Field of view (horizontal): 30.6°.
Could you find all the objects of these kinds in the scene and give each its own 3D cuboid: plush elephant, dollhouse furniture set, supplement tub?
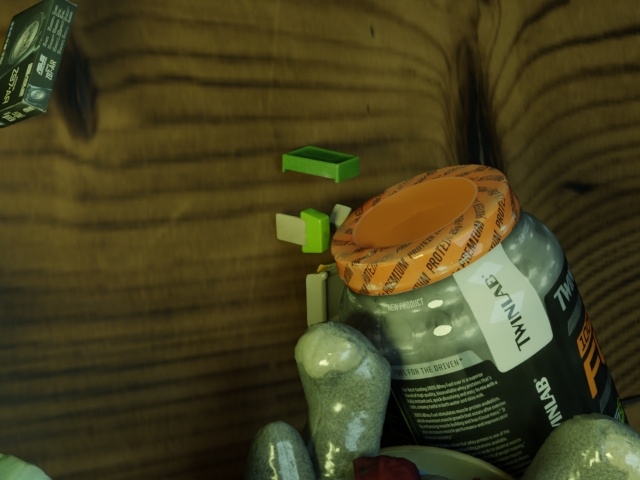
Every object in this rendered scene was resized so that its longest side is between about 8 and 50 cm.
[{"bbox_3d":[0.052,0.230,0.743,0.271,0.255,0.330,26,89,2],"label":"plush elephant"},{"bbox_3d":[0.000,0.000,1.004,0.076,0.058,0.152,-25,120,-47],"label":"dollhouse furniture set"},{"bbox_3d":[0.138,0.109,0.978,0.193,0.193,0.316,-43,119,-36],"label":"supplement tub"}]

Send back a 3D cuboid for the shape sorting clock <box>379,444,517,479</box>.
[{"bbox_3d":[0.091,0.244,0.941,0.206,0.206,0.040,61,30,-17],"label":"shape sorting clock"}]

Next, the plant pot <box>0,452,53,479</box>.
[{"bbox_3d":[-0.213,0.285,0.642,0.252,0.247,0.248,-48,114,-29],"label":"plant pot"}]

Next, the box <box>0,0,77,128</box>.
[{"bbox_3d":[-0.203,-0.123,0.813,0.018,0.067,0.083,25,69,-36],"label":"box"}]
